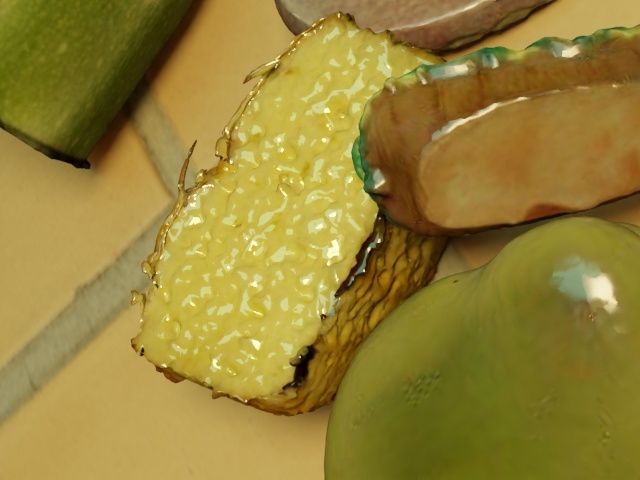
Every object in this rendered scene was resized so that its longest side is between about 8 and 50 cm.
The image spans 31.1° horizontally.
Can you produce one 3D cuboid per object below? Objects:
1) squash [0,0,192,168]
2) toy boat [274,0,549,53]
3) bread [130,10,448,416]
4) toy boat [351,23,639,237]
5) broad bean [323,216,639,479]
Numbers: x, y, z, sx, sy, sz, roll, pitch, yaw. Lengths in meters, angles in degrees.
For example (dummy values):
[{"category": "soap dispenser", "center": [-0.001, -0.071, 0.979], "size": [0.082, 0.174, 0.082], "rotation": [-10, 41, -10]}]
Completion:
[{"category": "squash", "center": [-0.234, -0.266, 0.937], "size": [0.310, 0.310, 0.308], "rotation": [37, 94, 39]}, {"category": "toy boat", "center": [0.075, -0.202, 0.838], "size": [0.228, 0.085, 0.155], "rotation": [-14, 72, 19]}, {"category": "bread", "center": [0.000, -0.005, 0.762], "size": [0.160, 0.147, 0.260], "rotation": [19, 77, 31]}, {"category": "toy boat", "center": [0.163, -0.072, 0.631], "size": [0.293, 0.108, 0.099], "rotation": [-17, 26, -3]}, {"category": "broad bean", "center": [0.112, 0.102, 0.654], "size": [0.189, 0.121, 0.263], "rotation": [51, 119, 13]}]
